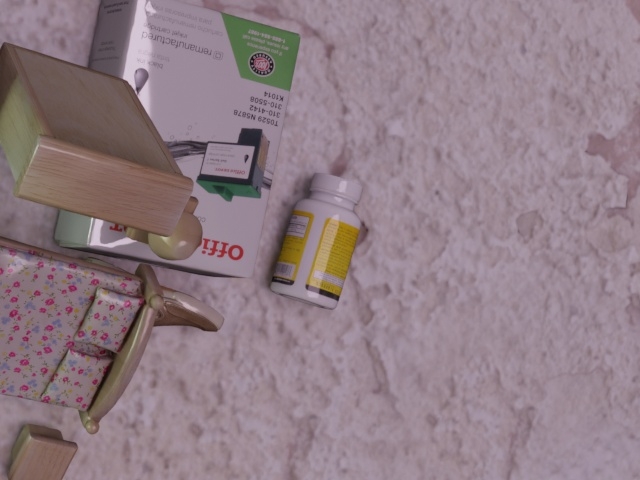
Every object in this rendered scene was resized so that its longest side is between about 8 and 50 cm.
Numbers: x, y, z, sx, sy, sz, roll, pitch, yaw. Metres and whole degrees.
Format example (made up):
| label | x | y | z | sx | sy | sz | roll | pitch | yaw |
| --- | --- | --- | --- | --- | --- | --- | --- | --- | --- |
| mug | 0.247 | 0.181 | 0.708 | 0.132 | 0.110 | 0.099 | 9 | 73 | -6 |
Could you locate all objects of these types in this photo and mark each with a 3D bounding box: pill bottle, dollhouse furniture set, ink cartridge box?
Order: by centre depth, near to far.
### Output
| label | x | y | z | sx | sy | sz | roll | pitch | yaw |
| --- | --- | --- | --- | --- | --- | --- | --- | --- | --- |
| dollhouse furniture set | -0.251 | 0.052 | 1.109 | 0.303 | 0.174 | 0.355 | 17 | 111 | -30 |
| ink cartridge box | -0.122 | -0.085 | 1.293 | 0.160 | 0.092 | 0.219 | 11 | 88 | -28 |
| pill bottle | 0.000 | 0.000 | 1.381 | 0.065 | 0.065 | 0.116 | 20 | 85 | -28 |

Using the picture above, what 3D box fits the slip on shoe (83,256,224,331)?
| label | x | y | z | sx | sy | sz | roll | pitch | yaw |
| --- | --- | --- | --- | --- | --- | --- | --- | --- | --- |
| slip on shoe | -0.149 | 0.058 | 1.311 | 0.135 | 0.051 | 0.041 | 25 | 76 | -24 |
